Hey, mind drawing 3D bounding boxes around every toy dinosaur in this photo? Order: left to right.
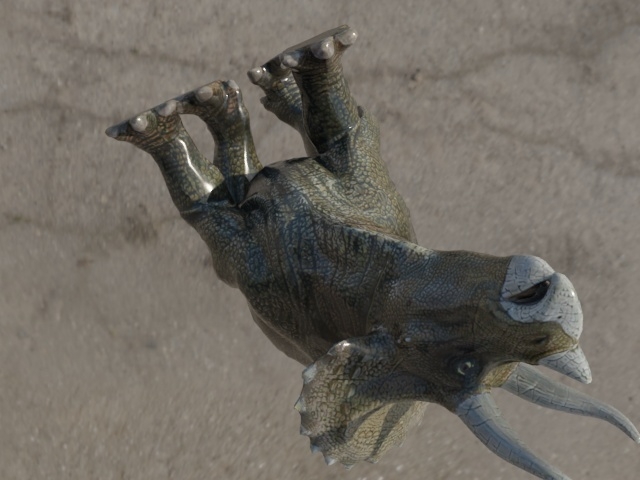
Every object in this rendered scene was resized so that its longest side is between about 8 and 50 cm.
[{"bbox_3d":[0.000,0.000,0.459,0.121,0.313,0.160,-24,99,-4],"label":"toy dinosaur"}]
